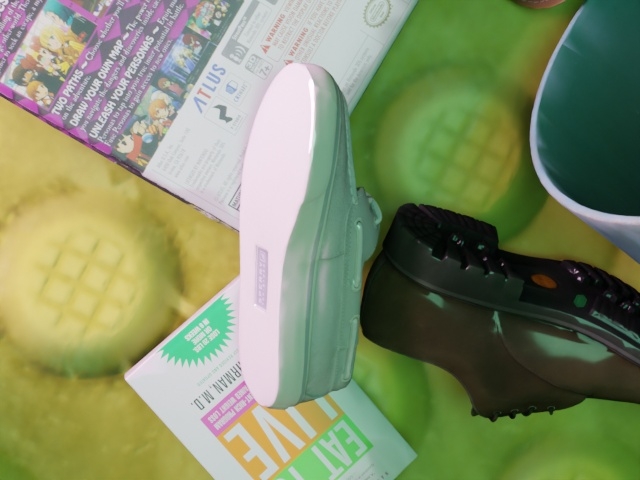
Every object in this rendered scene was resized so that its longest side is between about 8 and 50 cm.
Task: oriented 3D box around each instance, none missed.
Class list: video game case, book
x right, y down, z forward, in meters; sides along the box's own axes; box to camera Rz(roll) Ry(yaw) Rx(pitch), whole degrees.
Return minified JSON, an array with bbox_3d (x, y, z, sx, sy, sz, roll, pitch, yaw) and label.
[{"bbox_3d":[-0.059,-0.144,0.624,0.210,0.042,0.232,30,91,-10],"label":"video game case"},{"bbox_3d":[-0.027,0.098,0.659,0.096,0.035,0.144,-42,97,-5],"label":"book"}]

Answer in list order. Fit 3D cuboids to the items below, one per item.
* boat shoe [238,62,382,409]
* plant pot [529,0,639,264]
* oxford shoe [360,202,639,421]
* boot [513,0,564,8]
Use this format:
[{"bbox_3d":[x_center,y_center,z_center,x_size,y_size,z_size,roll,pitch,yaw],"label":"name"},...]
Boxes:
[{"bbox_3d":[0.000,0.000,0.601,0.063,0.066,0.184,-6,106,-31],"label":"boat shoe"},{"bbox_3d":[0.290,-0.054,0.561,0.235,0.293,0.293,40,90,-22],"label":"plant pot"},{"bbox_3d":[0.127,0.061,0.656,0.227,0.083,0.096,22,113,-8],"label":"oxford shoe"},{"bbox_3d":[0.149,-0.233,0.617,0.073,0.197,0.152,25,53,11],"label":"boot"}]
